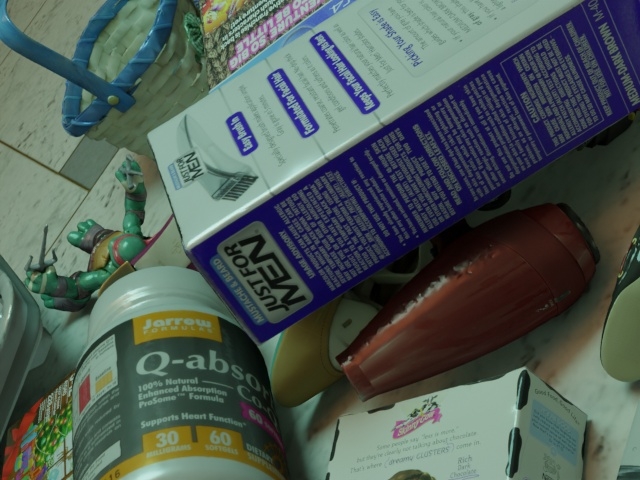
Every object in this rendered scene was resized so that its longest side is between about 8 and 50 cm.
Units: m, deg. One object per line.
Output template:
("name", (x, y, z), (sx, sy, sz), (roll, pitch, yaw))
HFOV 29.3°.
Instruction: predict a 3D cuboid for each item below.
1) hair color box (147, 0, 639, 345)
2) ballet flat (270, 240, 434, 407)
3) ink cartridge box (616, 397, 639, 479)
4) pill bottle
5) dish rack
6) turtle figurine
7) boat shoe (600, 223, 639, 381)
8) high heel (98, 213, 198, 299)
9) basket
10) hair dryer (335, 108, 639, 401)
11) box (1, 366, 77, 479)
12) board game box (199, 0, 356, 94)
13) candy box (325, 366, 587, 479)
("hair color box", (0.053, -0.092, 0.876), (0.339, 0.110, 0.185), (-31, 33, 2))
("ballet flat", (0.039, 0.033, 0.965), (0.073, 0.080, 0.232), (18, 75, 39))
("ink cartridge box", (0.228, 0.121, 0.591), (0.153, 0.087, 0.208), (-9, 53, 51))
("pill bottle", (-0.115, 0.150, 0.966), (0.162, 0.162, 0.278), (-43, 32, 17))
("dish rack", (-0.402, 0.153, 1.406), (0.333, 0.072, 0.285), (30, 100, 60))
("turtle figurine", (-0.238, 0.012, 1.328), (0.175, 0.118, 0.234), (-46, 8, -24))
("boat shoe", (0.210, 0.027, 0.764), (0.042, 0.049, 0.133), (141, 154, -82))
("high heel", (-0.113, 0.002, 1.237), (0.244, 0.082, 0.117), (-43, -9, -2))
("basket", (-0.239, -0.241, 1.418), (0.201, 0.289, 0.255), (-44, 35, 31))
("hair dryer", (0.099, 0.000, 0.886), (0.223, 0.080, 0.293), (-2, 44, 40))
("box", (-0.218, 0.233, 1.125), (0.201, 0.057, 0.293), (-41, 32, 19))
("board game box", (0.009, -0.263, 1.172), (0.232, 0.141, 0.291), (-30, 53, 34))
("candy box", (0.071, 0.192, 0.753), (0.165, 0.070, 0.196), (-22, 42, 42))
